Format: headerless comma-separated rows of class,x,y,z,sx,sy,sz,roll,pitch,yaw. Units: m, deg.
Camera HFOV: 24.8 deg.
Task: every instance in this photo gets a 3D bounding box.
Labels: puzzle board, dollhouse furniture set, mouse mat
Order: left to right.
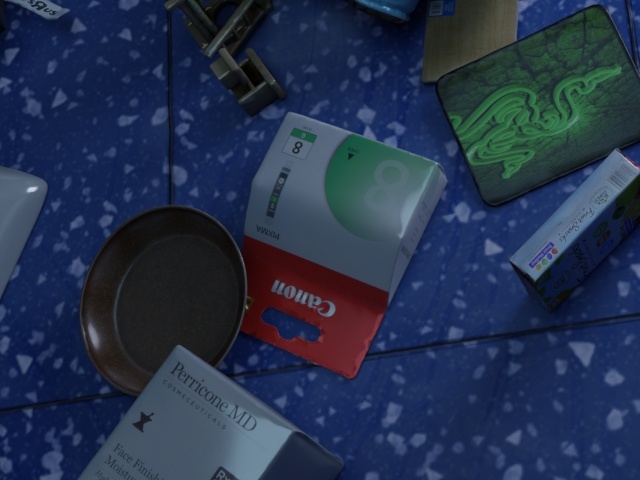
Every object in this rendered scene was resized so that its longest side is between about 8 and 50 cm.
dollhouse furniture set,-0.100,-0.245,1.505,0.101,0.182,0.161,-37,62,4
puzzle board,0.155,-0.222,1.499,0.096,0.011,0.128,-2,69,21
mouse mat,0.221,-0.134,1.435,0.189,0.007,0.153,-25,69,11

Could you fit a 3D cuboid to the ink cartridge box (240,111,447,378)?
ink cartridge box,0.000,0.000,1.449,0.181,0.056,0.225,21,77,27

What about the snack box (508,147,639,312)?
snack box,0.240,-0.007,1.333,0.141,0.100,0.037,-45,63,-1

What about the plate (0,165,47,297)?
plate,-0.474,0.015,1.595,0.277,0.045,0.278,17,75,14

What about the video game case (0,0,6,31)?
video game case,-0.513,-0.299,1.769,0.274,0.026,0.196,-16,65,13

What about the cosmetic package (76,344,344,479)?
cosmetic package,-0.105,0.224,1.344,0.151,0.151,0.184,32,83,26

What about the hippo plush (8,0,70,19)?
hippo plush,-0.455,-0.321,1.608,0.294,0.236,0.234,12,75,24

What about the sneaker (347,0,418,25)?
sneaker,0.018,-0.336,1.533,0.262,0.104,0.125,37,103,18

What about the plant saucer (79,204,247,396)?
plant saucer,-0.154,0.064,1.478,0.198,0.036,0.199,-7,74,25
